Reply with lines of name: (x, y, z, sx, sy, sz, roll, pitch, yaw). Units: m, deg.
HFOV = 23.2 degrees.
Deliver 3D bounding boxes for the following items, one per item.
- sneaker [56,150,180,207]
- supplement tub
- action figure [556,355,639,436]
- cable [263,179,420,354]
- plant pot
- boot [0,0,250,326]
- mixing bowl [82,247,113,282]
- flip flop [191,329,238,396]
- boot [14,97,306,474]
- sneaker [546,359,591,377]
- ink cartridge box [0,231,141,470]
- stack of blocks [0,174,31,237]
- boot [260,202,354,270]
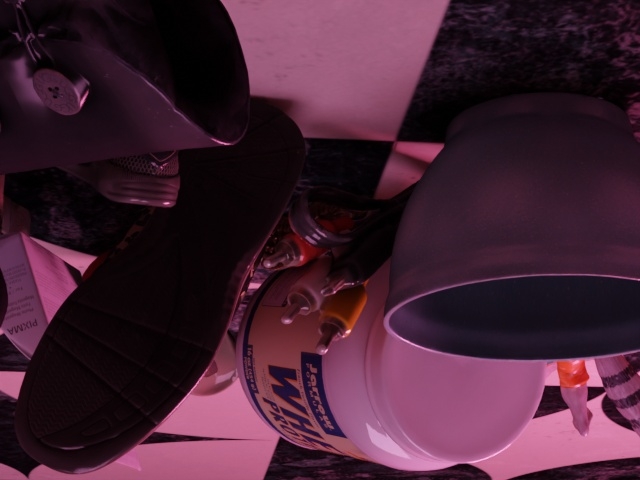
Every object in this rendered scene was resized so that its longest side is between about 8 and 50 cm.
sneaker: (-0.178, -0.111, 1.357, 0.087, 0.130, 0.227, 9, -172, -29)
supplement tub: (0.073, 0.127, 1.707, 0.235, 0.235, 0.325, 10, 175, -27)
action figure: (0.334, 0.063, 1.663, 0.341, 0.178, 0.330, -17, 128, 30)
cable: (0.044, -0.013, 1.512, 0.072, 0.139, 0.287, -22, -169, 39)
plant pot: (0.203, -0.017, 1.438, 0.293, 0.196, 0.293, 0, 161, 0)
boot: (-0.232, -0.070, 1.194, 0.445, 0.146, 0.367, -14, 128, 31)
mixing bowl: (-0.213, 0.068, 1.806, 0.181, 0.098, 0.181, -11, 141, -9)
flip flop: (-0.160, 0.110, 1.733, 0.112, 0.080, 0.277, -22, 141, 6)
boot: (-0.152, 0.062, 1.481, 0.138, 0.377, 0.284, 29, 165, -2)
sneaker: (0.255, 0.137, 2.057, 0.121, 0.108, 0.302, 11, 151, -28)
ink cartridge box: (-0.261, 0.120, 1.565, 0.066, 0.232, 0.189, -17, 164, 5)
stack of blocks: (-0.405, -0.030, 1.573, 0.171, 0.087, 0.297, -6, 161, 18)
boot: (0.000, 0.000, 1.714, 0.085, 0.059, 0.158, 10, 159, -41)
